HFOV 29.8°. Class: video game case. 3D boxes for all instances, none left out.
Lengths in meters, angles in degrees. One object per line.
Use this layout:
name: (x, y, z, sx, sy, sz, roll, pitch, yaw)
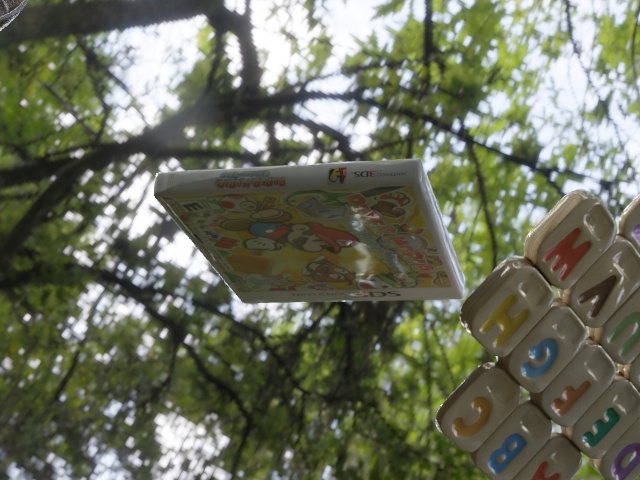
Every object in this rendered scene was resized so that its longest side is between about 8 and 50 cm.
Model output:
video game case: (0.000, 0.000, 0.979, 0.206, 0.026, 0.227, -2, -25, 15)

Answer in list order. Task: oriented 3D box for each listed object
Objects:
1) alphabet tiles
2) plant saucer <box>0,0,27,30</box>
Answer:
alphabet tiles: (0.228, 0.089, 0.971, 0.284, 0.278, 0.021, 46, -2, -37)
plant saucer: (-0.300, -0.180, 0.884, 0.168, 0.168, 0.029, 19, -57, 9)
